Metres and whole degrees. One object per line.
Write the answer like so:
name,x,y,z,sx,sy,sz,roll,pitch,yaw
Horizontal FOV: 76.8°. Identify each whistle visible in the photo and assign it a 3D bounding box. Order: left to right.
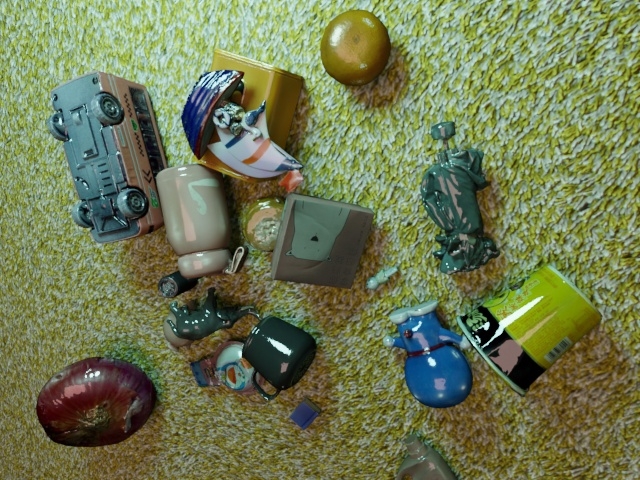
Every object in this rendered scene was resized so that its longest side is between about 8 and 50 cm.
whistle,0.157,0.098,1.046,0.100,0.035,0.035,-35,90,22

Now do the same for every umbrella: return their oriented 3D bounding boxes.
umbrella,0.306,-0.093,0.912,0.144,0.094,0.348,-16,104,3

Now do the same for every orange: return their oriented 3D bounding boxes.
orange,0.077,-0.424,0.897,0.157,0.124,0.155,0,100,2

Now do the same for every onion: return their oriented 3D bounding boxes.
onion,-0.744,0.519,1.369,0.349,0.285,0.347,-9,122,-14

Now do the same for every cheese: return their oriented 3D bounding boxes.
cheese,-0.284,0.402,1.256,0.286,0.074,0.188,-14,97,23

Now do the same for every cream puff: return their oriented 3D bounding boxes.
cream puff,-0.126,-0.044,1.063,0.166,0.115,0.149,-12,108,4

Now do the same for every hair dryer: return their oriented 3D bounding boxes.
hair dryer,-0.344,0.088,1.181,0.256,0.128,0.069,-26,93,12

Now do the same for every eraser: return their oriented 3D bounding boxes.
eraser,-0.046,0.526,1.228,0.063,0.027,0.084,38,112,6

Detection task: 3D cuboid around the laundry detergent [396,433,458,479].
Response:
laundry detergent,0.281,0.663,1.120,0.171,0.076,0.237,-35,90,24

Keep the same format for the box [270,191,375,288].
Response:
box,0.000,0.000,0.998,0.216,0.086,0.214,9,111,-19

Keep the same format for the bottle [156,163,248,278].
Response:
bottle,-0.310,-0.047,1.078,0.207,0.173,0.296,-10,88,7

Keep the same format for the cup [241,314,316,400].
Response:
cup,-0.128,0.329,1.125,0.177,0.169,0.222,31,97,15

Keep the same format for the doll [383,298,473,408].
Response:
doll,0.269,0.280,1.002,0.216,0.161,0.256,-23,78,36

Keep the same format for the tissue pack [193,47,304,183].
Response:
tissue pack,-0.187,-0.306,1.009,0.195,0.145,0.274,22,109,15

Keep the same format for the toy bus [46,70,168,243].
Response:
toy bus,-0.556,-0.217,1.117,0.203,0.233,0.425,-10,98,22

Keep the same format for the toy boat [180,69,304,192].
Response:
toy boat,-0.191,-0.226,0.930,0.219,0.072,0.318,-28,103,20

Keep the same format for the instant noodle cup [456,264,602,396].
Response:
instant noodle cup,0.457,0.184,0.882,0.236,0.215,0.215,-44,87,16

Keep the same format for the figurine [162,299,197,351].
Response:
figurine,-0.422,0.267,1.252,0.138,0.125,0.125,-44,87,11

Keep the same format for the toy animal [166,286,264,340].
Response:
toy animal,-0.309,0.210,1.184,0.270,0.082,0.137,-11,59,-15
